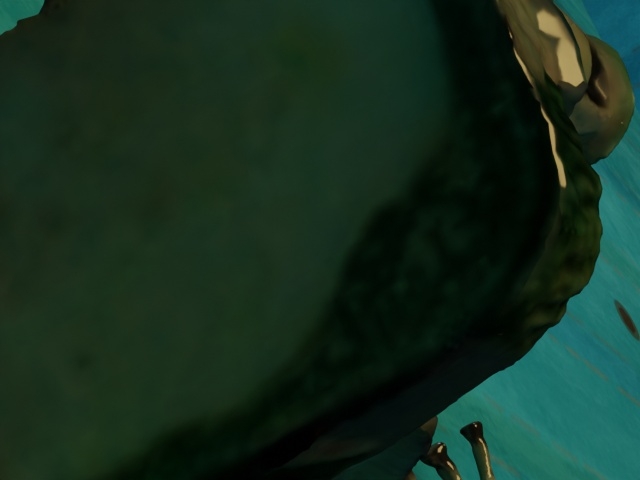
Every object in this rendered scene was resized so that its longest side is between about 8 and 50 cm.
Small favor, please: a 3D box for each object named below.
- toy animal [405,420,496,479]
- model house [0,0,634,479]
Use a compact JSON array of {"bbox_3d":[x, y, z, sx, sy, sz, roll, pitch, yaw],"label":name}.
[{"bbox_3d":[0.093,0.205,1.039,0.176,0.073,0.217,64,14,3],"label":"toy animal"},{"bbox_3d":[-0.002,-0.002,0.766,0.284,0.298,0.243,18,43,-63],"label":"model house"}]
